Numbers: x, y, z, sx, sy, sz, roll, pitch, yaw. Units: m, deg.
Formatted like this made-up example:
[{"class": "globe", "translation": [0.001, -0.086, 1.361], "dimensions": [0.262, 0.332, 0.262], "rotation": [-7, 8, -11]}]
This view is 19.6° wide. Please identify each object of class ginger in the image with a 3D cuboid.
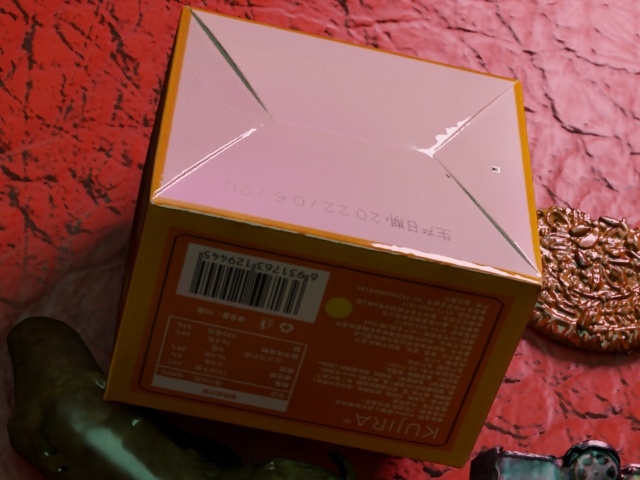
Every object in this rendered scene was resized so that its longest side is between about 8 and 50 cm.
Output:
[{"class": "ginger", "translation": [-0.125, 0.167, 1.411], "dimensions": [0.309, 0.107, 0.133], "rotation": [25, 78, 7]}]

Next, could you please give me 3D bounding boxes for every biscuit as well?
[{"class": "biscuit", "translation": [0.231, 0.034, 1.573], "dimensions": [0.206, 0.025, 0.126], "rotation": [12, 64, -4]}]

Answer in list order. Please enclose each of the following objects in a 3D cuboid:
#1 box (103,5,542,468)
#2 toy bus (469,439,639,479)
[{"class": "box", "translation": [0.000, 0.000, 1.405], "dimensions": [0.283, 0.214, 0.259], "rotation": [13, 37, -8]}, {"class": "toy bus", "translation": [0.271, 0.239, 1.446], "dimensions": [0.317, 0.112, 0.138], "rotation": [7, 75, -5]}]
